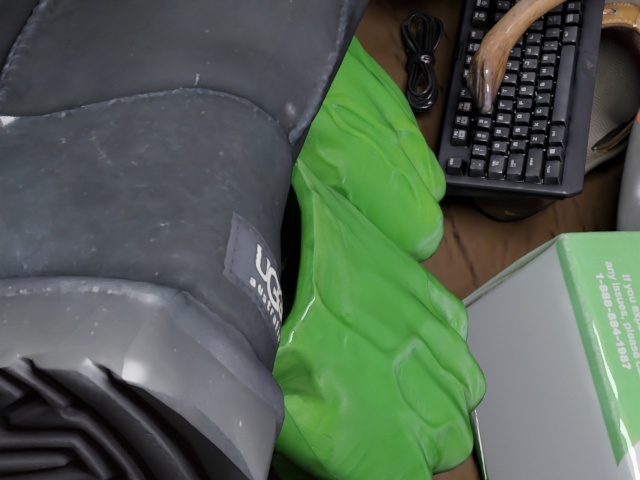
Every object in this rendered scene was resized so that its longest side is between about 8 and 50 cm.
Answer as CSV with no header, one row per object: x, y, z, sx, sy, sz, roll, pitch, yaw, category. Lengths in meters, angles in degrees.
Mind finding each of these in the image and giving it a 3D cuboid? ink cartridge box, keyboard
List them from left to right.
0.093,-0.097,0.944,0.108,0.023,0.180,3,52,14,keyboard
0.232,0.106,0.885,0.289,0.121,0.211,-2,67,-29,ink cartridge box

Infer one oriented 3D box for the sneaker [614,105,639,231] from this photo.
0.262,-0.066,0.965,0.145,0.090,0.270,16,43,20,sneaker

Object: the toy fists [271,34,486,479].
0.000,0.000,0.795,0.142,0.096,0.279,39,28,-35,toy fists

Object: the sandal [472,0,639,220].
0.150,-0.094,0.981,0.090,0.060,0.219,49,54,1,sandal

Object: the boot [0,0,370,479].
-0.151,-0.082,0.717,0.367,0.146,0.445,-3,49,16,boot

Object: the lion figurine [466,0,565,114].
0.089,-0.255,0.975,0.240,0.142,0.392,-15,71,-30,lion figurine
